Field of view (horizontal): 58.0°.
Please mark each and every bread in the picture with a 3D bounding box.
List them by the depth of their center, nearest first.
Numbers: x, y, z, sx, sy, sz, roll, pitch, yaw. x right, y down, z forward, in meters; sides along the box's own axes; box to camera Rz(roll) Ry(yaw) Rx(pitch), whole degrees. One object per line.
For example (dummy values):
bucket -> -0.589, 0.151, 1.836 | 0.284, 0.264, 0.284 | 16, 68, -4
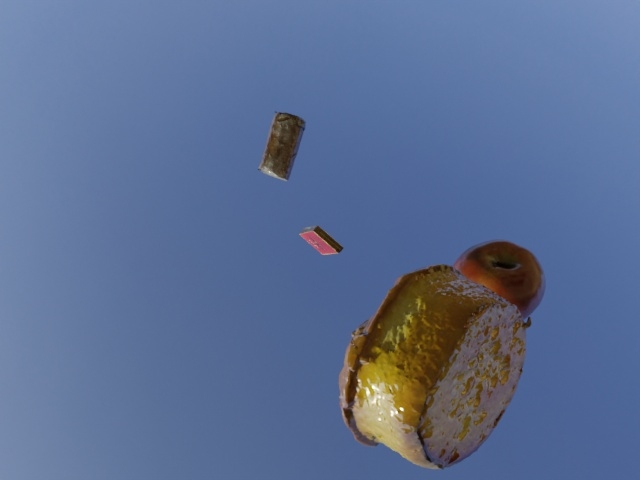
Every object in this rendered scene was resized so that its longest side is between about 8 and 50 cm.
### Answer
bread -> 0.219, 0.252, 1.124 | 0.398, 0.398, 0.215 | -39, -142, -26

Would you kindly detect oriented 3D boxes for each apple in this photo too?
apple -> 0.436, 0.116, 1.424 | 0.230, 0.230, 0.230 | 3, -122, -5

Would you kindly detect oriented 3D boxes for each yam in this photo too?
yam -> -0.083, -0.206, 1.246 | 0.079, 0.079, 0.141 | 17, -89, 4

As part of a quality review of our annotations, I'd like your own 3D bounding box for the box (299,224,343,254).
box -> 0.000, 0.000, 1.501 | 0.090, 0.133, 0.023 | 43, -104, -12
